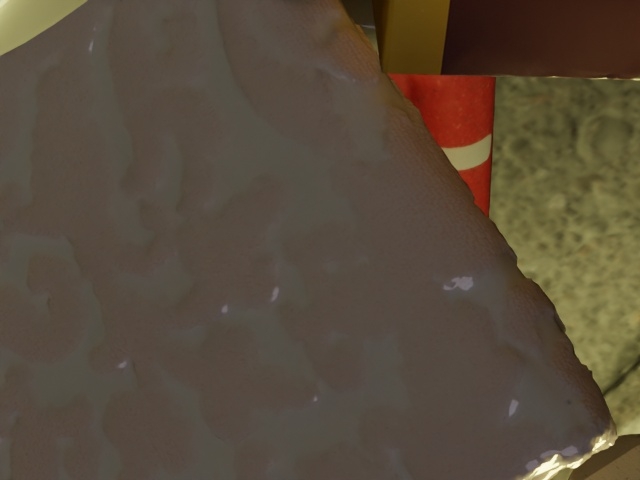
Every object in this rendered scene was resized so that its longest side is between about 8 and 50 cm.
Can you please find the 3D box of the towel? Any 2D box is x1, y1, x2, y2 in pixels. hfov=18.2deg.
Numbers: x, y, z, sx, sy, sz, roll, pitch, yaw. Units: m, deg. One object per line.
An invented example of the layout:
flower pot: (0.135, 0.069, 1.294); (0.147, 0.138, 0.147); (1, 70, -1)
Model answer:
towel: (-0.096, 0.014, 0.770); (0.317, 0.053, 0.332); (-37, 80, 25)

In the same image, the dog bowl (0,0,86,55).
dog bowl: (-0.178, -0.172, 0.567); (0.349, 0.349, 0.102); (-1, 143, -3)

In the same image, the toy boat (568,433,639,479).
toy boat: (0.265, 0.142, 0.944); (0.318, 0.148, 0.267); (1, 119, -37)

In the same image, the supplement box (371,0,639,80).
supplement box: (0.115, -0.158, 0.679); (0.194, 0.191, 0.129); (2, 129, -5)

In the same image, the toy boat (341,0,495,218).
toy boat: (0.000, 0.000, 0.824); (0.151, 0.151, 0.231); (-3, 129, -1)
